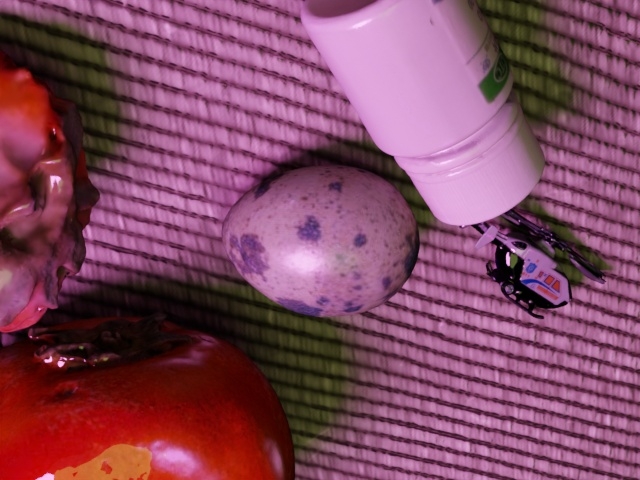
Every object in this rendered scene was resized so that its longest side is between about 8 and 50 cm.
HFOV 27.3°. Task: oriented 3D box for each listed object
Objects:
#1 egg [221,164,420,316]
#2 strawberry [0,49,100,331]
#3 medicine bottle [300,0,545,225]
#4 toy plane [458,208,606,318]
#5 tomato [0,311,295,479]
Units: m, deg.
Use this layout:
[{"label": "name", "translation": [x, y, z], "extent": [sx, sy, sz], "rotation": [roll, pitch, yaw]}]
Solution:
[{"label": "egg", "translation": [0.000, 0.000, 1.207], "extent": [0.182, 0.141, 0.141], "rotation": [3, 122, 0]}, {"label": "strawberry", "translation": [-0.354, -0.040, 1.109], "extent": [0.336, 0.265, 0.149], "rotation": [15, 161, 9]}, {"label": "medicine bottle", "translation": [0.096, -0.135, 1.134], "extent": [0.139, 0.139, 0.237], "rotation": [-30, 121, 11]}, {"label": "toy plane", "translation": [0.193, 0.013, 1.293], "extent": [0.197, 0.053, 0.078], "rotation": [36, 103, -27]}, {"label": "tomato", "translation": [-0.193, 0.215, 1.224], "extent": [0.325, 0.293, 0.289], "rotation": [-9, 112, -22]}]
